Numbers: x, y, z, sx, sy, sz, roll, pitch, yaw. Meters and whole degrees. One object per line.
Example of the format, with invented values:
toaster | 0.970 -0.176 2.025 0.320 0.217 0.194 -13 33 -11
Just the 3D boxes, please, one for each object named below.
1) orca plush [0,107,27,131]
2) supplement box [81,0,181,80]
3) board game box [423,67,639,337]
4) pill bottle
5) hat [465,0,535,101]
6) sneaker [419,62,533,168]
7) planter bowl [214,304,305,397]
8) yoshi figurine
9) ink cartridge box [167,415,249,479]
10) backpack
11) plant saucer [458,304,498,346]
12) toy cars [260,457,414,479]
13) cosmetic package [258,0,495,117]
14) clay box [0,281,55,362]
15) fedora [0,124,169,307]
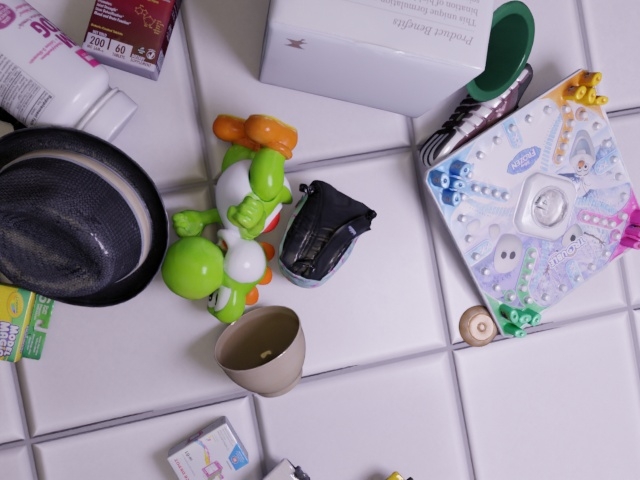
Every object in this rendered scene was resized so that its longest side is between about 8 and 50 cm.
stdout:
orca plush | -0.629 -0.245 1.050 0.287 0.102 0.151 33 85 -8
supplement box | -0.320 -0.422 1.115 0.130 0.073 0.240 16 87 -8
board game box | 0.439 -0.062 1.200 0.389 0.050 0.390 -34 109 -9
pill bottle | -0.457 -0.268 1.042 0.283 0.160 0.160 40 84 -17
hat | 0.262 -0.363 1.134 0.183 0.208 0.173 40 104 36
sneaker | 0.331 -0.200 1.220 0.281 0.106 0.162 -44 110 -5
planter bowl | -0.094 0.210 1.122 0.162 0.162 0.109 -27 120 -8
yoshi figurine | -0.171 -0.040 1.091 0.202 0.203 0.363 12 91 6
ink cartridge box | -0.204 0.394 1.146 0.122 0.052 0.089 -30 95 -7
backpack | 0.000 0.000 1.142 0.151 0.115 0.182 27 73 9
plant saucer | 0.316 0.171 1.247 0.083 0.015 0.084 0 90 -9
toy cars | 0.065 0.507 1.177 0.393 0.087 0.177 9 84 -6
cosmetic package | 0.092 -0.458 1.054 0.329 0.327 0.394 11 88 -9
clay box | -0.587 0.130 1.083 0.221 0.053 0.128 12 86 -8
fedora | -0.412 -0.016 0.980 0.333 0.152 0.334 0 108 0
